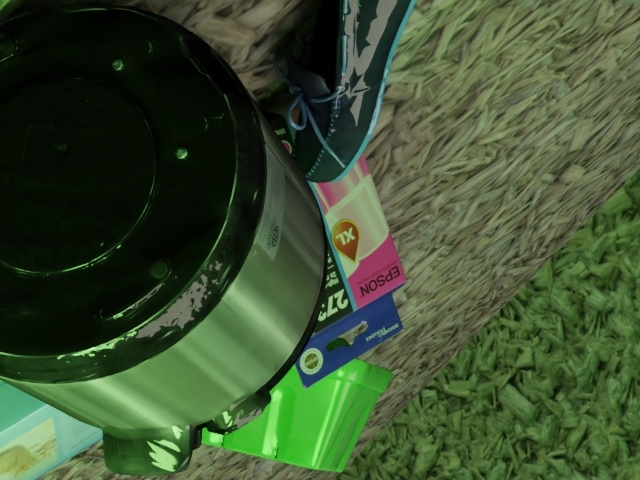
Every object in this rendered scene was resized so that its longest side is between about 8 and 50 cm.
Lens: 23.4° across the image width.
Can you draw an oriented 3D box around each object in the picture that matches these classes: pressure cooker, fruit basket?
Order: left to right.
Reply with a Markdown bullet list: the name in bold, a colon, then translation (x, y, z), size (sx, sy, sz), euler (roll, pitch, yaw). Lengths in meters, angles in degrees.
- **pressure cooker**: translation (-0.184, 0.009, 1.526), size (0.370, 0.375, 0.420), euler (-48, 159, -3)
- **fruit basket**: translation (-0.085, 0.125, 2.220), size (0.392, 0.392, 0.283), euler (-39, 164, 4)

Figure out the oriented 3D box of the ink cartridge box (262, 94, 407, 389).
- **ink cartridge box**: translation (0.000, 0.000, 1.993), size (0.176, 0.371, 0.069), euler (-29, -156, -25)

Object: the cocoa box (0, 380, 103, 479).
- **cocoa box**: translation (-0.416, 0.172, 1.757), size (0.347, 0.228, 0.231), euler (-31, 161, -20)

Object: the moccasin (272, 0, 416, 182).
- **moccasin**: translation (0.008, -0.216, 1.805), size (0.117, 0.137, 0.342), euler (-4, 129, -27)
